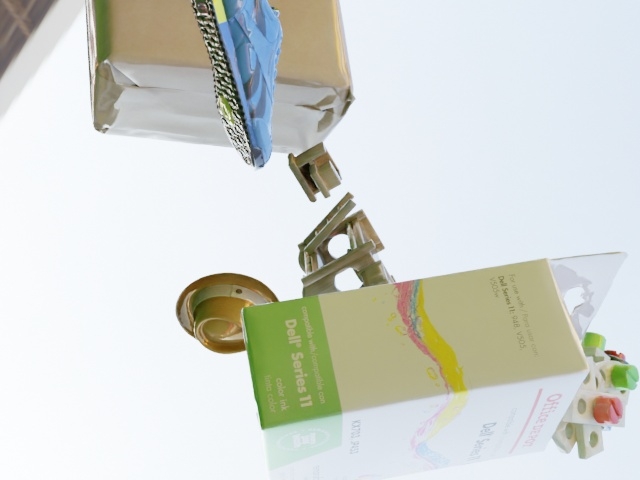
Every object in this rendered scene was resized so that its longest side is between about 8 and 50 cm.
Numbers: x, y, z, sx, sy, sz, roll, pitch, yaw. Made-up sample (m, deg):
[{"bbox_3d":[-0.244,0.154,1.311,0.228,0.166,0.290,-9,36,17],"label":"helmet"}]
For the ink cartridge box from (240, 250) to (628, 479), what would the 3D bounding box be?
[{"bbox_3d":[0.114,0.128,0.937,0.353,0.207,0.119,-9,-121,-5],"label":"ink cartridge box"}]

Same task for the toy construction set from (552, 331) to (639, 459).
[{"bbox_3d":[0.234,0.149,1.169,0.327,0.215,0.151,16,-105,52],"label":"toy construction set"}]

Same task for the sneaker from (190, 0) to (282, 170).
[{"bbox_3d":[-0.061,-0.168,0.944,0.082,0.209,0.069,-24,-151,-23],"label":"sneaker"}]

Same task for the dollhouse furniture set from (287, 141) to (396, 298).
[{"bbox_3d":[0.000,0.000,1.107,0.101,0.161,0.182,-29,-160,8],"label":"dollhouse furniture set"}]

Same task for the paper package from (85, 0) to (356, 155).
[{"bbox_3d":[-0.138,-0.291,1.272,0.168,0.309,0.325,127,-38,-55],"label":"paper package"}]

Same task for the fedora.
[{"bbox_3d":[-0.160,0.145,1.760,0.194,0.194,0.079,-38,-151,25],"label":"fedora"}]
